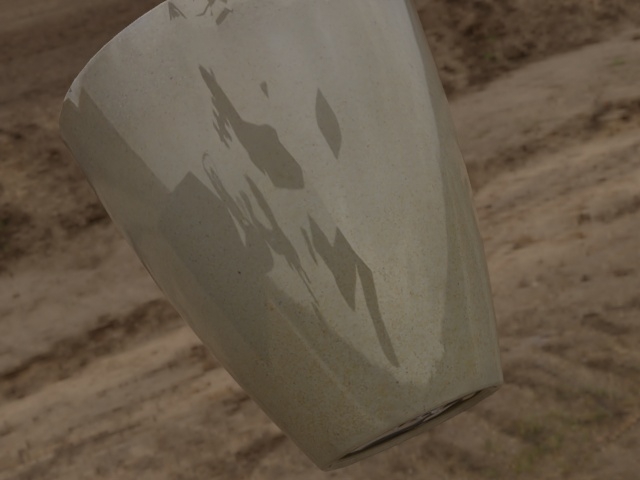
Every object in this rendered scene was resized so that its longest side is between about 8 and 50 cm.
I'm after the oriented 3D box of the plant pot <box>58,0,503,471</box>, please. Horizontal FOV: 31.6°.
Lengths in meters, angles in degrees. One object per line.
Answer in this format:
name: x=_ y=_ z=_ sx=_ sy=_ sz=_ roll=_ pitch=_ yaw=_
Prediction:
plant pot: x=0.000 y=0.000 z=0.741 sx=0.257 sy=0.274 sz=0.256 roll=-24 pitch=-15 yaw=-7
